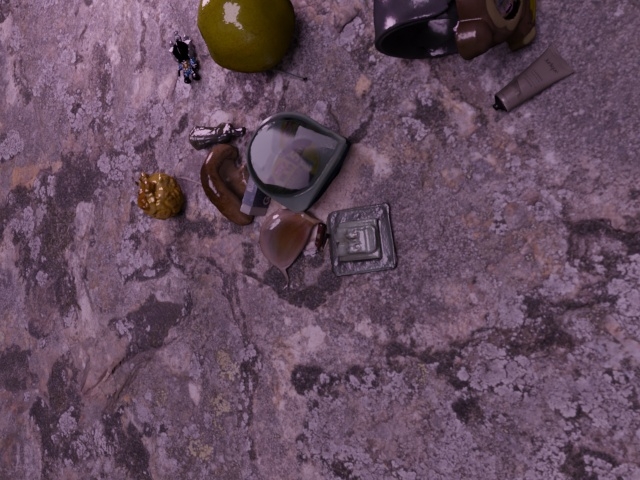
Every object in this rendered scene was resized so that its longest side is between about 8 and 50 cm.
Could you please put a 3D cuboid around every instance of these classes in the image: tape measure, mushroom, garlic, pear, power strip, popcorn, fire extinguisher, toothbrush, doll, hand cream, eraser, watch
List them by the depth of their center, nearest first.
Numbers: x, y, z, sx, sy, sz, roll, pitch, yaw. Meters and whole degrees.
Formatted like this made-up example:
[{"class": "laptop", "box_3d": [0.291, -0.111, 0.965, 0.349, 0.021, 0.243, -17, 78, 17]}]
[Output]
[{"class": "watch", "box_3d": [0.300, -0.556, 1.091, 0.327, 0.335, 0.314, 3, 98, 47]}, {"class": "hand cream", "box_3d": [0.506, -0.382, 1.100, 0.186, 0.054, 0.087, -37, 78, 17]}, {"class": "tape measure", "box_3d": [-0.075, -0.239, 1.304, 0.262, 0.138, 0.259, 33, 101, -1]}, {"class": "power strip", "box_3d": [0.105, -0.001, 1.305, 0.213, 0.064, 0.198, -11, 86, 28]}, {"class": "pear", "box_3d": [-0.227, -0.652, 1.358, 0.294, 0.294, 0.294, 0, 91, 28]}, {"class": "fire extinguisher", "box_3d": [0.005, 0.000, 1.374, 0.046, 0.032, 0.100, 17, 108, 25]}, {"class": "garlic", "box_3d": [-0.129, 0.012, 1.425, 0.148, 0.128, 0.266, 40, 119, 34]}, {"class": "eraser", "box_3d": [-0.188, -0.186, 1.443, 0.046, 0.092, 0.212, 24, 102, 27]}, {"class": "toothbrush", "box_3d": [-0.162, -0.559, 1.464, 0.294, 0.026, 0.028, 23, 119, 26]}, {"class": "mushroom", "box_3d": [-0.317, -0.184, 1.480, 0.156, 0.151, 0.285, -20, 81, 28]}, {"class": "doll", "box_3d": [-0.489, -0.662, 1.614, 0.096, 0.070, 0.195, -19, 88, 11]}, {"class": "popcorn", "box_3d": [-0.580, -0.162, 1.616, 0.170, 0.180, 0.180, 7, 95, -6]}]

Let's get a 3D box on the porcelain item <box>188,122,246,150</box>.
[{"class": "porcelain item", "box_3d": [-0.342, -0.363, 1.537, 0.216, 0.069, 0.081, -2, 56, 26]}]
